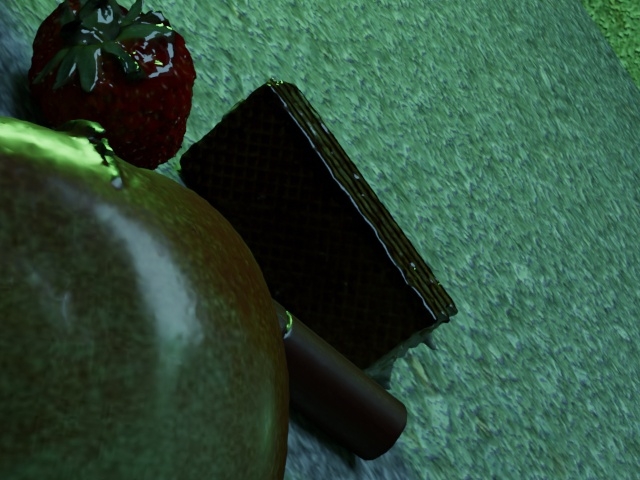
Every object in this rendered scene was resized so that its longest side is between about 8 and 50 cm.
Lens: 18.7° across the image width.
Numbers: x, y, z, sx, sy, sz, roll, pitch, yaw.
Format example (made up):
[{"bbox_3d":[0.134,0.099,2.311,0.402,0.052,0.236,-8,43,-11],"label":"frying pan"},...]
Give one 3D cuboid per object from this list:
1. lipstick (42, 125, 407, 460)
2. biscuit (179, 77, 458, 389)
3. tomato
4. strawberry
[{"bbox_3d":[-0.077,0.042,1.388,0.356,0.057,0.057,39,24,-25],"label":"lipstick"},{"bbox_3d":[0.000,0.000,1.542,0.252,0.106,0.070,55,20,9],"label":"biscuit"},{"bbox_3d":[-0.163,0.092,0.829,0.303,0.303,0.239,26,51,-47],"label":"tomato"},{"bbox_3d":[-0.155,-0.109,1.428,0.131,0.148,0.131,8,51,-10],"label":"strawberry"}]
